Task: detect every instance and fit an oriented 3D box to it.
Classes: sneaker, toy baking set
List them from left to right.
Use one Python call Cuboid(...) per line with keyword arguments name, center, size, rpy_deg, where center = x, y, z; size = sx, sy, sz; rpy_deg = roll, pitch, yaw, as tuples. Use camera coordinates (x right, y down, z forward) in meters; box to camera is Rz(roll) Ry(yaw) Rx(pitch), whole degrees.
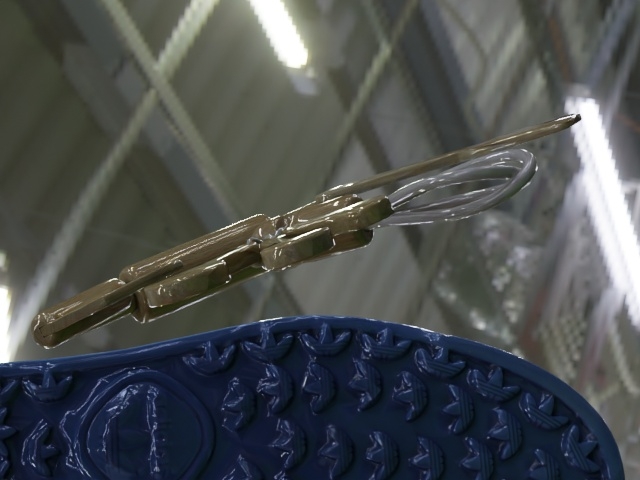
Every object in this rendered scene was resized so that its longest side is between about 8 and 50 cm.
Cuboid(name="sneaker", center=(-0.033, 0.070, 0.457), size=(0.090, 0.232, 0.081), rpy_deg=(69, -158, -74))
Cuboid(name="toy baking set", center=(-0.005, 0.001, 0.732), size=(0.256, 0.197, 0.030), rpy_deg=(-23, -83, -32))
